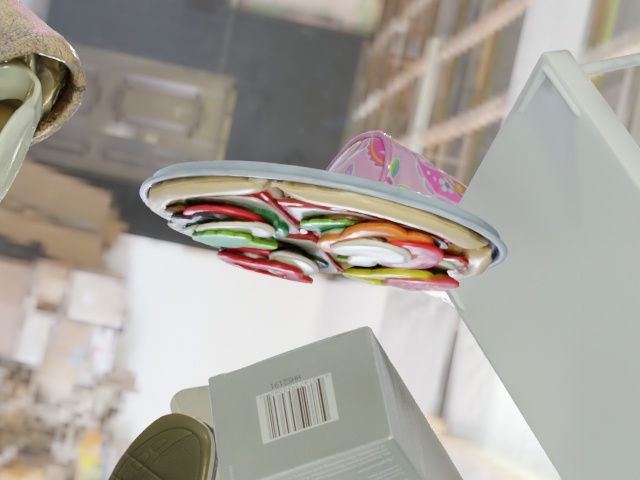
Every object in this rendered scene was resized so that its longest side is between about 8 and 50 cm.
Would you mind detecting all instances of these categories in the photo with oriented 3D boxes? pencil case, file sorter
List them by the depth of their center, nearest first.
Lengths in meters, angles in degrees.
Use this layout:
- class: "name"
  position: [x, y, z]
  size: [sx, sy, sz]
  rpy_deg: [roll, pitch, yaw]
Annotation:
- class: "file sorter"
  position: [0.228, 0.043, 1.071]
  size: [0.277, 0.173, 0.193]
  rpy_deg: [60, -34, 28]
- class: "pencil case"
  position: [0.122, 0.009, 1.670]
  size: [0.124, 0.284, 0.124]
  rpy_deg: [-41, -147, 35]

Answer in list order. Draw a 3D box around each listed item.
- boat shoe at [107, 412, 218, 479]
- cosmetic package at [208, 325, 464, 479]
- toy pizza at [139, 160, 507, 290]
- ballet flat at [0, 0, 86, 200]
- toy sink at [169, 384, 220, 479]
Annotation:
- class: "boat shoe"
  position: [-0.129, 0.235, 1.425]
  size: [0.073, 0.080, 0.223]
  rpy_deg: [2, 109, -64]
- class: "cosmetic package"
  position: [0.026, 0.177, 1.288]
  size: [0.238, 0.127, 0.107]
  rpy_deg: [60, 14, -50]
- class: "toy pizza"
  position: [0.000, 0.000, 0.996]
  size: [0.201, 0.201, 0.032]
  rpy_deg: [122, -22, -77]
- class: "ballet flat"
  position: [-0.221, -0.019, 0.849]
  size: [0.316, 0.106, 0.107]
  rpy_deg: [-48, 160, -35]
- class: "toy sink"
  position: [-0.062, 0.267, 1.780]
  size: [0.131, 0.153, 0.234]
  rpy_deg: [-58, -134, 48]
